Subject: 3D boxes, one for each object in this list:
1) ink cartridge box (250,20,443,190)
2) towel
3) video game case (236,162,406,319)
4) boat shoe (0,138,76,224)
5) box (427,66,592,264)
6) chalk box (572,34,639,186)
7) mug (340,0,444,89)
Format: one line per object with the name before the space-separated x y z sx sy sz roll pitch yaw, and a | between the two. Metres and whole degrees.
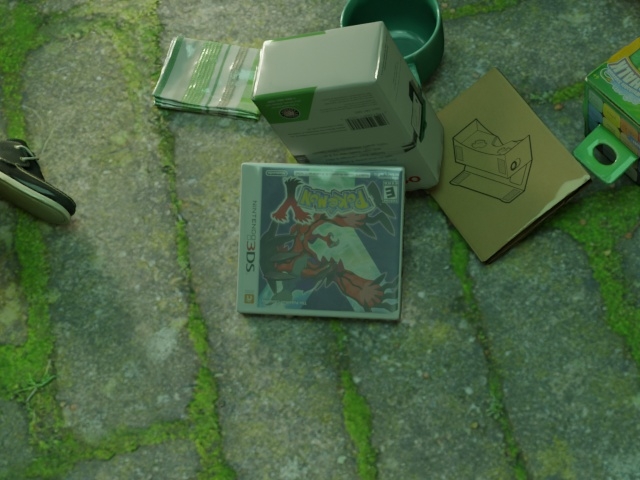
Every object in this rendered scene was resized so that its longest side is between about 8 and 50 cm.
ink cartridge box | 0.038 -0.150 1.770 0.160 0.219 0.093 -6 57 23
towel | -0.139 -0.218 1.963 0.152 0.023 0.113 9 64 14
video game case | 0.000 0.000 1.776 0.201 0.023 0.183 2 90 10
boat shoe | -0.399 -0.097 1.906 0.233 0.084 0.079 30 71 26
box | 0.210 -0.094 1.813 0.164 0.021 0.201 -39 61 8
chalk box | 0.401 -0.155 1.778 0.213 0.132 0.132 -38 62 -12
mug | 0.091 -0.245 1.897 0.129 0.097 0.158 14 66 16
